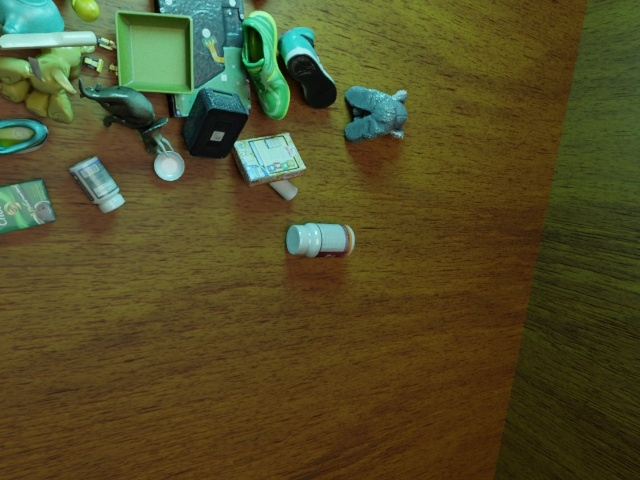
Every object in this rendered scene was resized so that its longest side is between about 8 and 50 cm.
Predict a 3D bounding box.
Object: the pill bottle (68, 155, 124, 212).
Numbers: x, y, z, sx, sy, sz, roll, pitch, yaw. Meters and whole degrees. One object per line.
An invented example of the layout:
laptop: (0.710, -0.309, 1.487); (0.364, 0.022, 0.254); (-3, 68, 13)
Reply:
pill bottle: (-0.584, -0.145, 1.137); (0.078, 0.078, 0.137); (-36, 118, -21)

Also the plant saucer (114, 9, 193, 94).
plant saucer: (-0.420, -0.479, 1.115); (0.189, 0.045, 0.188); (2, 106, -5)

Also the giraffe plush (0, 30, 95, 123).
giraffe plush: (-0.628, -0.407, 1.009); (0.182, 0.210, 0.170); (30, 55, -29)

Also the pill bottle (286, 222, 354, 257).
pill bottle: (0.000, 0.000, 1.518); (0.222, 0.121, 0.121); (1, 101, -32)

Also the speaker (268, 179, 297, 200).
speaker: (-0.139, -0.193, 1.421); (0.136, 0.055, 0.055); (41, 79, -33)

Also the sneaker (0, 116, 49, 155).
sneaker: (-0.772, -0.227, 0.978); (0.276, 0.110, 0.106); (-24, 114, -25)

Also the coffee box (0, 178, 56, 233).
coffee box: (-0.767, -0.077, 1.060); (0.184, 0.040, 0.113); (-18, 111, -28)

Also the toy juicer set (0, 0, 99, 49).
toy juicer set: (-0.598, -0.491, 0.950); (0.210, 0.089, 0.328); (-6, 61, -39)

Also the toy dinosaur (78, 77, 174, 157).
toy dinosaur: (-0.479, -0.335, 1.076); (0.161, 0.313, 0.120); (10, 74, 2)

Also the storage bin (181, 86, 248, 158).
storage bin: (-0.297, -0.322, 1.206); (0.122, 0.084, 0.180); (-3, 145, -41)

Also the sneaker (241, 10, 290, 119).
sneaker: (-0.172, -0.488, 1.240); (0.123, 0.110, 0.295); (-50, 137, -47)

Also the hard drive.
hard drive: (-0.324, -0.523, 1.217); (0.237, 0.064, 0.338); (-13, 108, -29)

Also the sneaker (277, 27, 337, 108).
sneaker: (-0.046, -0.553, 1.358); (0.295, 0.124, 0.178); (36, 36, -67)

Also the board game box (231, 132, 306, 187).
board game box: (-0.162, -0.254, 1.350); (0.194, 0.045, 0.146); (-17, 72, -28)

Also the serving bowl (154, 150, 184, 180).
serving bowl: (-0.437, -0.215, 1.243); (0.084, 0.027, 0.083); (-9, 107, -30)

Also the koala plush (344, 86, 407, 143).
koala plush: (0.228, -0.441, 1.527); (0.222, 0.204, 0.196); (-12, 109, -42)

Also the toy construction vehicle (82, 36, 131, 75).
toy construction vehicle: (-0.545, -0.469, 1.107); (0.098, 0.035, 0.085); (16, 93, -34)
